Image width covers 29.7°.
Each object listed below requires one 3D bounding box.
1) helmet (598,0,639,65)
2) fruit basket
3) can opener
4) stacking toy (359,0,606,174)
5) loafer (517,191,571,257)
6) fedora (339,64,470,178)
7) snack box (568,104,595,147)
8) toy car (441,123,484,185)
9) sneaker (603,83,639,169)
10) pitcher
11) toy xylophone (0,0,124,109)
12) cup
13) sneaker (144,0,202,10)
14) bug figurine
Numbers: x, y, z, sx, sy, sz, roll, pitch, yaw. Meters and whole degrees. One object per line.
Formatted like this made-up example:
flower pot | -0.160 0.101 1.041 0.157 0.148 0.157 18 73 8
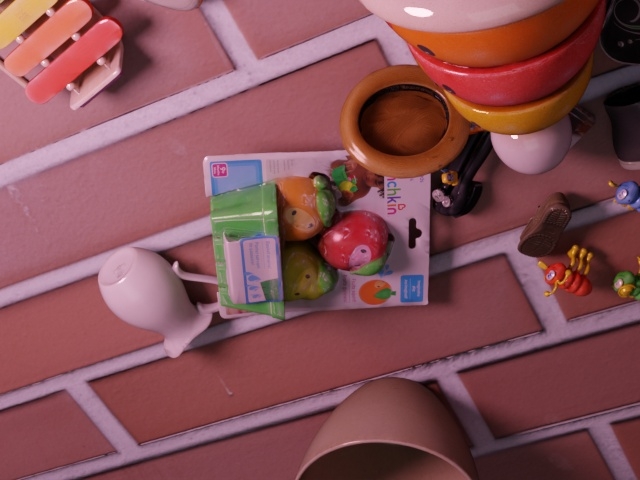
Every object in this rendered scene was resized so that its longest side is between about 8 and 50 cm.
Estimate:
helmet | 0.467 -0.298 1.626 0.162 0.169 0.169 21 129 8
fruit basket | 0.000 0.000 1.928 0.353 0.165 0.327 1 128 3
can opener | 0.225 -0.113 1.882 0.059 0.073 0.186 39 131 27
stacking toy | 0.260 -0.255 1.618 0.351 0.350 0.480 -10 137 15
loafer | 0.362 -0.024 1.929 0.056 0.050 0.148 23 143 -7
fedora | 0.125 -0.168 1.803 0.194 0.194 0.079 6 163 4
snack box | 0.323 -0.206 1.805 0.178 0.022 0.064 31 125 -16
toy car | 0.215 -0.140 1.824 0.060 0.041 0.122 13 100 43
sneaker | 0.530 -0.180 1.757 0.222 0.083 0.118 -15 124 20
pitcher | -0.263 0.087 2.073 0.178 0.125 0.207 -38 128 8
toy xylophone | -0.446 -0.323 1.785 0.323 0.081 0.236 37 125 -19
cup | 0.125 0.385 2.164 0.331 0.237 0.331 4 129 5
sneaker | -0.291 -0.379 1.693 0.262 0.121 0.099 24 128 -11
bug figurine | 0.487 0.015 1.911 0.216 0.072 0.279 20 129 -18
